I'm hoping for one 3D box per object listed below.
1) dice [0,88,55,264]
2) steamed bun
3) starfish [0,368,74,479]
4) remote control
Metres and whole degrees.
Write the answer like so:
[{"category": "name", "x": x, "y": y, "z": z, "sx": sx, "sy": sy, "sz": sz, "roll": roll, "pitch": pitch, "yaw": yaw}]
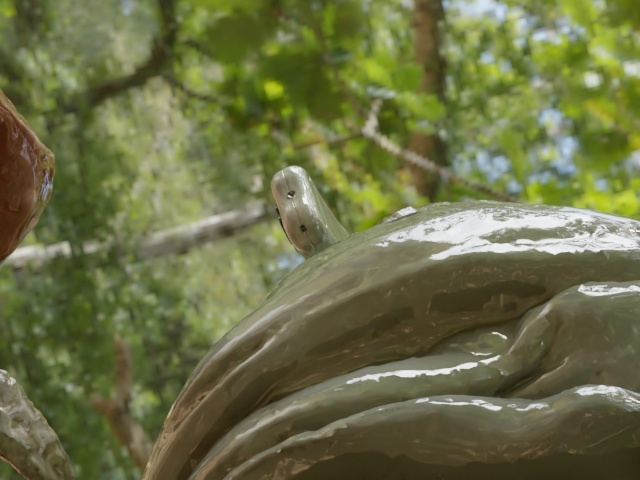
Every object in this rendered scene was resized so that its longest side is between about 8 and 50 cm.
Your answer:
[{"category": "dice", "x": -0.269, "y": -0.058, "z": 0.881, "sx": 0.174, "sy": 0.179, "sz": 0.175, "roll": 53, "pitch": -3, "yaw": -39}, {"category": "steamed bun", "x": 0.071, "y": 0.125, "z": 0.605, "sx": 0.219, "sy": 0.310, "sz": 0.324, "roll": 64, "pitch": 45, "yaw": -66}, {"category": "starfish", "x": -0.232, "y": 0.008, "z": 0.432, "sx": 0.094, "sy": 0.375, "sz": 0.327, "roll": -11, "pitch": -104, "yaw": 48}, {"category": "remote control", "x": 0.000, "y": 0.000, "z": 1.185, "sx": 0.122, "sy": 0.032, "sz": 0.074, "roll": 56, "pitch": 12, "yaw": -48}]
